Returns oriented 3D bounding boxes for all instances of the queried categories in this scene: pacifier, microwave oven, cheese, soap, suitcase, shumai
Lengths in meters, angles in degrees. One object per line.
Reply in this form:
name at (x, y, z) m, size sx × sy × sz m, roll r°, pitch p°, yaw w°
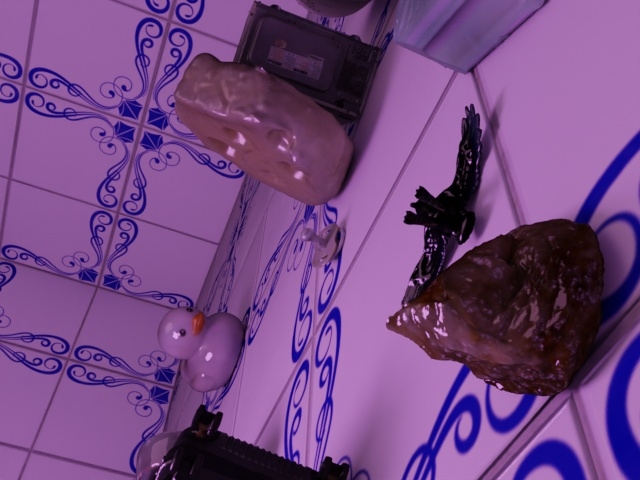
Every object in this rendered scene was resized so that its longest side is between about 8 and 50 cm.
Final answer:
pacifier at (0.000, 0.000, 1.155) m, size 0.068 × 0.064 × 0.083 m, roll -37°, pitch 33°, yaw 40°
microwave oven at (-0.034, -0.319, 1.352) m, size 0.194 × 0.240 × 0.145 m, roll -178°, pitch 106°, yaw -78°
cheese at (-0.096, -0.185, 1.264) m, size 0.115 × 0.326 × 0.318 m, roll -60°, pitch 20°, yaw -11°
soap at (0.151, -0.266, 0.782) m, size 0.230 × 0.091 × 0.145 m, roll 145°, pitch 142°, yaw -70°
suitcase at (-0.104, 0.340, 0.787) m, size 0.128 × 0.202 × 0.312 m, roll -72°, pitch 4°, yaw -66°
shumai at (0.121, 0.036, 0.481) m, size 0.139 × 0.105 × 0.123 m, roll 23°, pitch 92°, yaw 53°

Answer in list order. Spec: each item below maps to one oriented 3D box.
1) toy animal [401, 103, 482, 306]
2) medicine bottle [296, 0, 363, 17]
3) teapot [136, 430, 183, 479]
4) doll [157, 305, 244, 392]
toy animal at (0.113, -0.024, 0.703) m, size 0.108 × 0.062 × 0.220 m, roll -18°, pitch -54°, yaw -82°
medicine bottle at (0.052, -0.545, 1.373) m, size 0.379 × 0.213 × 0.213 m, roll -144°, pitch 72°, yaw -77°
teapot at (-0.229, 0.481, 1.056) m, size 0.300 × 0.253 × 0.344 m, roll -47°, pitch 17°, yaw 34°
doll at (-0.310, 0.261, 1.858) m, size 0.251 × 0.221 × 0.221 m, roll 121°, pitch 163°, yaw -49°
